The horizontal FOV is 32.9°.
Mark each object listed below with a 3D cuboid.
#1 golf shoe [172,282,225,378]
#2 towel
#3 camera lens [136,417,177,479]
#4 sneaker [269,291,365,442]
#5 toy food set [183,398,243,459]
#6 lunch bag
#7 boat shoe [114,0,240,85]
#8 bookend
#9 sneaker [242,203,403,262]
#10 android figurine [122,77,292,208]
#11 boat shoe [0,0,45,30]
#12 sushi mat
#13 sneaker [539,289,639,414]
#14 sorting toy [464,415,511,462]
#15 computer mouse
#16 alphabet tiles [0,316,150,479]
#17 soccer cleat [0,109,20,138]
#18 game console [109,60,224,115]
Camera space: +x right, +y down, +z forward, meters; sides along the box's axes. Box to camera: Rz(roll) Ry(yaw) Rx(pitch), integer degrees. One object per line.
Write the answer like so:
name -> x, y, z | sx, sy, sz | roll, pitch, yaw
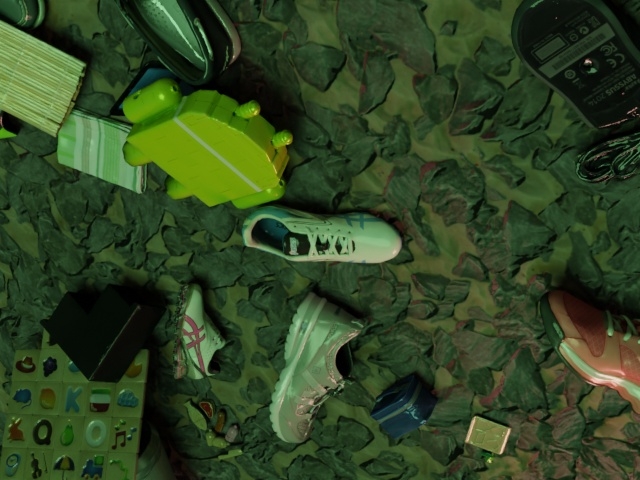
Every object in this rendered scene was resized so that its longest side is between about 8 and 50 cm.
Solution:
golf shoe -> -0.196, 0.145, 1.759 | 0.086, 0.067, 0.186 | 1, 125, -8
towel -> -0.334, -0.138, 1.650 | 0.152, 0.023, 0.113 | 19, 127, 12
camera lens -> -0.361, 0.463, 1.938 | 0.219, 0.219, 0.274 | -2, 121, 25
sneaker -> -0.004, 0.218, 1.685 | 0.115, 0.105, 0.281 | 20, 127, 12
toy food set -> -0.180, 0.322, 1.891 | 0.078, 0.019, 0.122 | -20, 104, 33
lunch bag -> 0.123, 0.254, 1.675 | 0.065, 0.067, 0.098 | 46, 129, -9
boat shoe -> -0.226, -0.337, 1.424 | 0.302, 0.091, 0.114 | 46, 128, -9
bookend -> -0.361, 0.126, 1.793 | 0.157, 0.072, 0.156 | 41, 103, 30
sneaker -> 0.000, 0.000, 1.551 | 0.237, 0.086, 0.085 | 7, 122, 19
android figurine -> -0.153, -0.128, 1.498 | 0.248, 0.056, 0.273 | 39, 145, -28
boat shoe -> -0.526, -0.404, 1.511 | 0.319, 0.099, 0.116 | 46, 125, -10
sushi mat -> -0.500, -0.271, 1.567 | 0.316, 0.019, 0.151 | 26, 128, -8
sneaker -> 0.434, 0.146, 1.453 | 0.314, 0.116, 0.136 | 37, 119, -10
sorting toy -> 0.257, 0.310, 1.686 | 0.062, 0.012, 0.083 | 16, 123, 8
computer mouse -> 0.327, -0.203, 1.283 | 0.188, 0.072, 0.272 | -27, 120, 33
alphabet tiles -> -0.418, 0.296, 1.831 | 0.285, 0.342, 0.011 | -4, 163, 27
soccer cleat -> -0.500, -0.236, 1.646 | 0.072, 0.060, 0.179 | 0, 125, 6
game console -> -0.216, -0.192, 1.530 | 0.107, 0.071, 0.122 | 43, 129, -6
